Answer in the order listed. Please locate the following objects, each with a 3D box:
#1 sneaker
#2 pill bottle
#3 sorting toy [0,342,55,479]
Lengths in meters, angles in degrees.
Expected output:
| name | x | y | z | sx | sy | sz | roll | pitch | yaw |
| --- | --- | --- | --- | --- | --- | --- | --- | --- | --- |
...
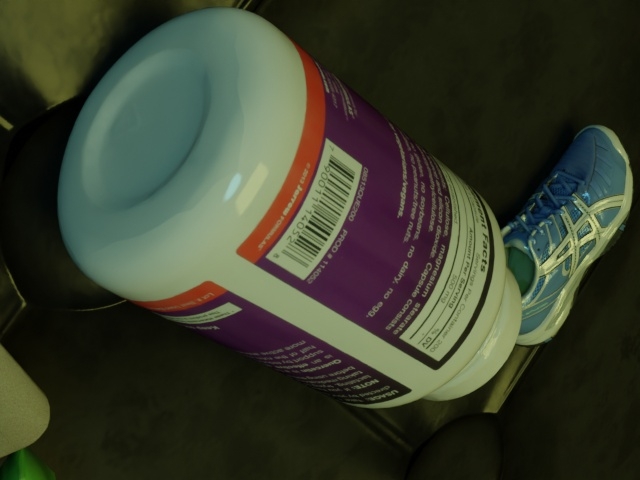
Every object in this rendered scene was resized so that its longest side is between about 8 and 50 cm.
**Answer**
| name | x | y | z | sx | sy | sz | roll | pitch | yaw |
| --- | --- | --- | --- | --- | --- | --- | --- | --- | --- |
| sneaker | 0.209 | -0.007 | 0.968 | 0.081 | 0.080 | 0.211 | 25 | 88 | -47 |
| pill bottle | 0.000 | 0.000 | 0.720 | 0.323 | 0.181 | 0.181 | 33 | 84 | -44 |
| sorting toy | -0.272 | 0.074 | 0.575 | 0.196 | 0.047 | 0.347 | -26 | 129 | 2 |
